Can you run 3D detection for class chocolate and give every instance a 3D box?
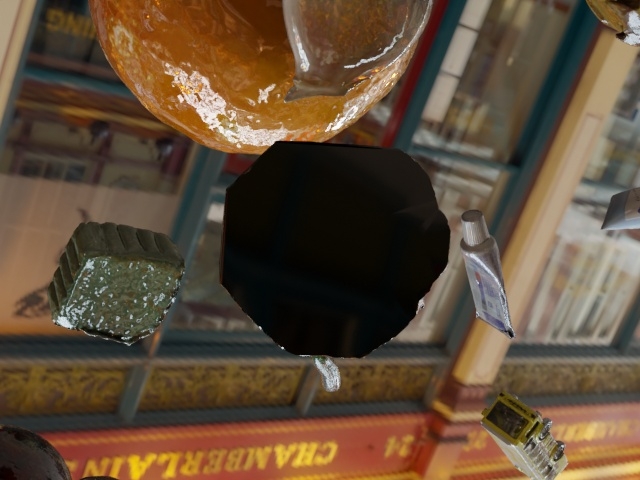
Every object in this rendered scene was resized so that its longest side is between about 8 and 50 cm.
[{"bbox_3d":[0.000,0.000,1.127,0.224,0.206,0.177,3,-171,-13],"label":"chocolate"}]

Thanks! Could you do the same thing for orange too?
[{"bbox_3d":[-0.070,-0.317,1.377,0.424,0.424,0.326,17,163,-14],"label":"orange"}]

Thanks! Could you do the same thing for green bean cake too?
[{"bbox_3d":[-0.390,0.083,2.144,0.227,0.222,0.125,14,-153,-29],"label":"green bean cake"}]

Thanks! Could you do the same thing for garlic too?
[{"bbox_3d":[0.027,-0.269,1.020,0.128,0.266,0.148,8,-145,39],"label":"garlic"}]

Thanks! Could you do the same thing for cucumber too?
[{"bbox_3d":[0.012,0.203,1.734,0.036,0.033,0.184,8,155,13],"label":"cucumber"}]

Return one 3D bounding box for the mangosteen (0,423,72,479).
[{"bbox_3d":[-0.562,0.413,1.764,0.359,0.306,0.306,43,-166,-8],"label":"mangosteen"}]

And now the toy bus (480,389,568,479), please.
[{"bbox_3d":[0.310,0.299,1.683,0.081,0.074,0.226,36,171,34],"label":"toy bus"}]

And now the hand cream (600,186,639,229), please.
[{"bbox_3d":[0.345,-0.038,1.022,0.171,0.043,0.065,-10,-154,31],"label":"hand cream"}]

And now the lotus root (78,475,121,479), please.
[{"bbox_3d":[-0.289,0.422,1.480,0.188,0.199,0.180,56,-177,15],"label":"lotus root"}]

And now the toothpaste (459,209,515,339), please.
[{"bbox_3d":[0.315,0.064,2.134,0.068,0.282,0.099,-16,-146,4],"label":"toothpaste"}]

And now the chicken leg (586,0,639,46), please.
[{"bbox_3d":[0.475,-0.300,1.118,0.409,0.295,0.182,16,-129,12],"label":"chicken leg"}]
